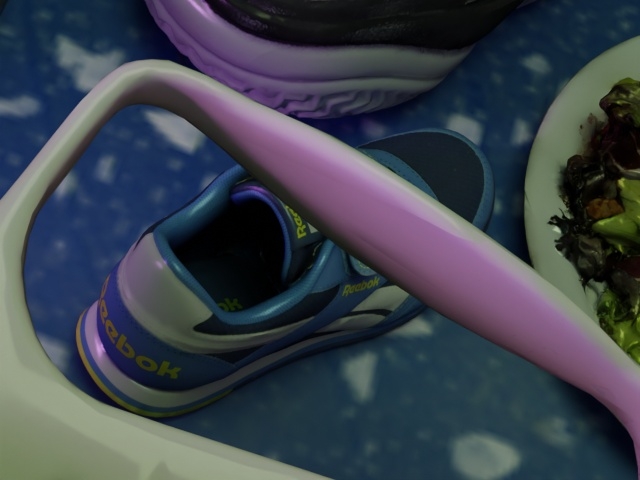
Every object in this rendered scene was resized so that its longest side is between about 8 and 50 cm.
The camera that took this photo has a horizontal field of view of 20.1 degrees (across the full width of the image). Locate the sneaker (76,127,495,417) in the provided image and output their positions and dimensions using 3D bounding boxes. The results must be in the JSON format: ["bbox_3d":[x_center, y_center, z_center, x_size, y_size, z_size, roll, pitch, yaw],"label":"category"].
[{"bbox_3d":[0.000,0.000,0.514,0.144,0.059,0.053,-29,69,-32],"label":"sneaker"}]

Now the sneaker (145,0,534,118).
[{"bbox_3d":[0.097,-0.200,0.583,0.137,0.210,0.366,41,55,9],"label":"sneaker"}]

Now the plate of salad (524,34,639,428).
[{"bbox_3d":[0.162,0.004,0.573,0.200,0.048,0.199,9,57,-13],"label":"plate of salad"}]

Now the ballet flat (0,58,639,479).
[{"bbox_3d":[-0.083,0.041,0.386,0.483,0.164,0.182,17,90,-10],"label":"ballet flat"}]
